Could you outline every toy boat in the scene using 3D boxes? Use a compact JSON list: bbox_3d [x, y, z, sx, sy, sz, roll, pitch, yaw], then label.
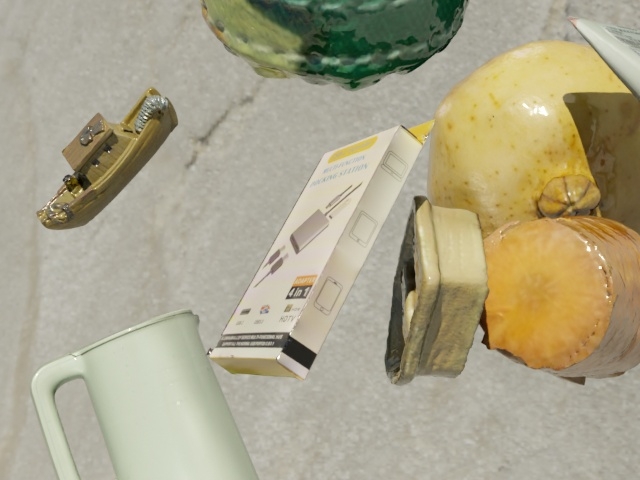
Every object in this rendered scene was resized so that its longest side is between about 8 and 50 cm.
[{"bbox_3d":[0.101,0.062,0.788,0.116,0.061,0.188,-91,6,-45],"label":"toy boat"},{"bbox_3d":[-0.391,-0.147,1.568,0.321,0.121,0.089,-46,49,2],"label":"toy boat"}]

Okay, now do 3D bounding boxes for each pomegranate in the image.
[{"bbox_3d":[0.333,-0.098,1.264,0.410,0.410,0.410,-24,61,52],"label":"pomegranate"}]

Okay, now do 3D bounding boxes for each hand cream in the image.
[{"bbox_3d":[0.384,-0.152,0.937,0.341,0.124,0.078,-110,32,-48],"label":"hand cream"}]

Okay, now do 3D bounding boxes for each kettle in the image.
[{"bbox_3d":[-0.262,0.295,1.347,0.205,0.264,0.318,36,-148,-83],"label":"kettle"}]

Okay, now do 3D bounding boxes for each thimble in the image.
[{"bbox_3d":[0.012,-0.277,0.791,0.167,0.254,0.288,88,-175,-49],"label":"thimble"}]

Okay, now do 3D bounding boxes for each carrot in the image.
[{"bbox_3d":[0.240,0.060,0.903,0.195,0.254,0.196,-3,85,32],"label":"carrot"}]

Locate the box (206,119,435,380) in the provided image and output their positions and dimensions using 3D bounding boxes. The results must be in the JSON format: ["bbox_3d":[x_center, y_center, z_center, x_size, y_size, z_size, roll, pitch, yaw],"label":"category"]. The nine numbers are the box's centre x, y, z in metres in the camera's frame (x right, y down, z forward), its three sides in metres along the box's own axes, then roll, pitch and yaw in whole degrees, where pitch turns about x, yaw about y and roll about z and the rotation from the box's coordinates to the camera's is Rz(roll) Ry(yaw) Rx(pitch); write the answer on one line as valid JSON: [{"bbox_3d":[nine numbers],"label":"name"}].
[{"bbox_3d":[0.000,0.000,0.724,0.129,0.033,0.247,-13,44,59],"label":"box"}]
